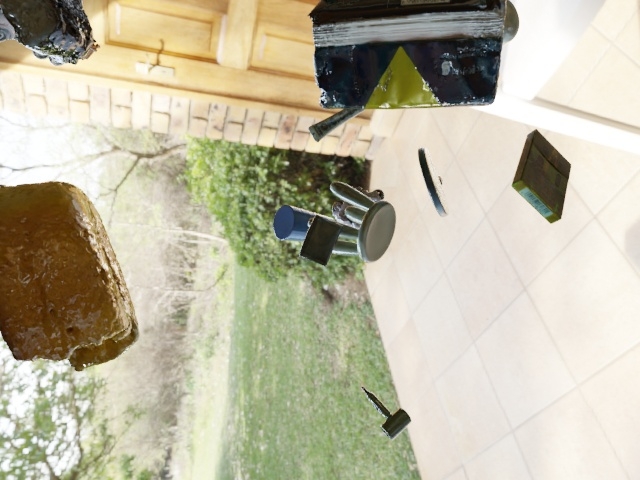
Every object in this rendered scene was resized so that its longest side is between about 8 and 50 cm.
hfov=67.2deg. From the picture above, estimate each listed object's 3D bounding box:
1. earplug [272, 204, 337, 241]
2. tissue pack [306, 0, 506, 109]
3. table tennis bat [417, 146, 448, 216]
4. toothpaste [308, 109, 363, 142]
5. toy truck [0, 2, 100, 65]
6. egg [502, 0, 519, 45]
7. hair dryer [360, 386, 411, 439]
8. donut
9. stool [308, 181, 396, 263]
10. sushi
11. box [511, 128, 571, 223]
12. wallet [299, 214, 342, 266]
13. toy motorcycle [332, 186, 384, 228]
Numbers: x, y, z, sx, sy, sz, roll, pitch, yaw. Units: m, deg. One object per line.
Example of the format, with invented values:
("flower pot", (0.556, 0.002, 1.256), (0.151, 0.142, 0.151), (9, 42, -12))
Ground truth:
("earplug", (-0.036, -0.051, 1.863), (0.132, 0.272, 0.133), (-12, 74, 48))
("tissue pack", (0.202, -0.467, 1.134), (0.264, 0.416, 0.253), (-73, -19, -47))
("table tennis bat", (0.343, -0.177, 1.452), (0.215, 0.044, 0.329), (70, -161, -1))
("toothpaste", (0.071, -0.423, 1.662), (0.062, 0.239, 0.039), (58, 173, -3))
("toy truck", (-0.714, -0.545, 1.219), (0.135, 0.270, 0.114), (-38, 71, 19))
("egg", (0.511, -0.665, 1.457), (0.209, 0.151, 0.151), (58, 143, 35))
("hair dryer", (0.154, 0.424, 1.220), (0.150, 0.071, 0.047), (42, 160, 33))
("donut", (-0.474, 0.055, 0.917), (0.435, 0.163, 0.378), (144, 106, -72))
("stool", (0.106, -0.051, 1.481), (0.198, 0.195, 0.195), (22, 71, 34))
("sushi", (-0.573, -0.482, 1.009), (0.225, 0.124, 0.127), (60, -165, 8))
("box", (0.471, -0.139, 1.019), (0.030, 0.121, 0.193), (-36, 17, 51))
("wallet", (0.000, 0.000, 1.370), (0.026, 0.088, 0.129), (-43, -25, -88))
("toy motorcycle", (0.161, -0.126, 2.078), (0.260, 0.110, 0.171), (-14, 63, 31))
